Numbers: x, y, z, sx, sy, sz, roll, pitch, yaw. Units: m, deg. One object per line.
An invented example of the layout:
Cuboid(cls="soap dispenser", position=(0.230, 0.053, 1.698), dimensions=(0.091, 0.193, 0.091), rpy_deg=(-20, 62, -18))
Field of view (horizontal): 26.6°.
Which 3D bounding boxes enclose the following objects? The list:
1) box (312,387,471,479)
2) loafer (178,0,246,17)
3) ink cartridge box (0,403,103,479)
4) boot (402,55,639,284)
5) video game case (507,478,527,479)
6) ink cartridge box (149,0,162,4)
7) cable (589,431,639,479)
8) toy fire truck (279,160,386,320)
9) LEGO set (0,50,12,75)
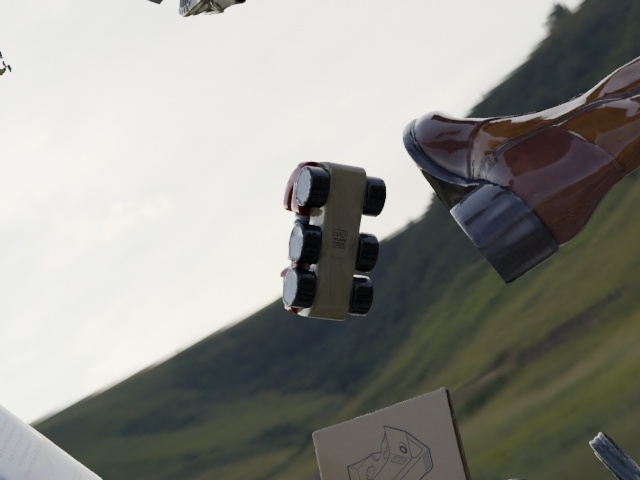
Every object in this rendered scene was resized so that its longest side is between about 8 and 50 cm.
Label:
Cuboid(cls="box", position=(0.093, 0.299, 1.762), dimensions=(0.201, 0.164, 0.021), rpy_deg=(-22, -23, 23))
Cuboid(cls="loafer", position=(-0.088, -0.221, 1.164), dimensions=(0.050, 0.056, 0.148), rpy_deg=(4, 1, -19))
Cuboid(cls="ink cartridge box", position=(-0.352, 0.296, 1.511), dimensions=(0.131, 0.306, 0.226), rpy_deg=(-53, 7, 3))
Cuboid(cls="boot", position=(0.211, -0.114, 1.082), dimensions=(0.280, 0.096, 0.264), rpy_deg=(-38, 18, 5))
Cuboid(cls="video game case", position=(0.286, 0.527, 1.952), dimensions=(0.035, 0.274, 0.248), rpy_deg=(-8, 22, 28))
Cuboid(cls="ink cartridge box", position=(-0.267, -0.396, 1.955), dimensions=(0.063, 0.115, 0.029), rpy_deg=(13, -49, -48))
Cuboid(cls="cable", position=(0.417, 0.310, 1.637), dimensions=(0.072, 0.139, 0.287), rpy_deg=(-55, 12, 14))
Cuboid(cls="toy fire truck", position=(0.000, 0.000, 1.966), dimensions=(0.159, 0.217, 0.246), rpy_deg=(7, -1, -24))
Cuboid(cls="LEGO set", position=(-0.390, -0.201, 1.596), dimensions=(0.054, 0.023, 0.083), rpy_deg=(-30, -13, 26))
